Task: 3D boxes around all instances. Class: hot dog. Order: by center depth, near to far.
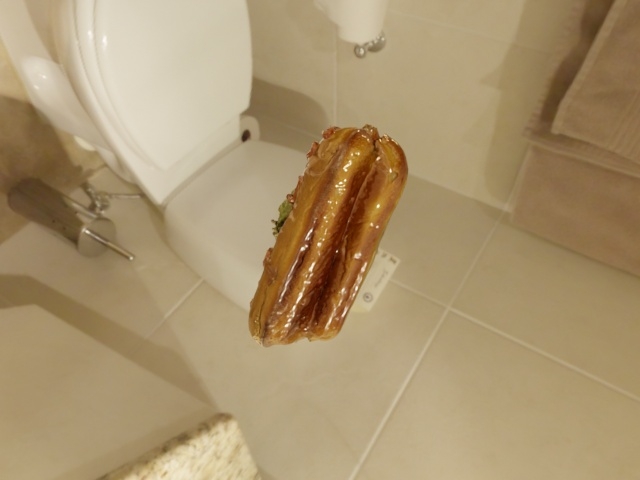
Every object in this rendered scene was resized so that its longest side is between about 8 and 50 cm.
[{"bbox_3d":[0.000,0.000,0.689,0.158,0.117,0.348,5,116,-35],"label":"hot dog"}]
